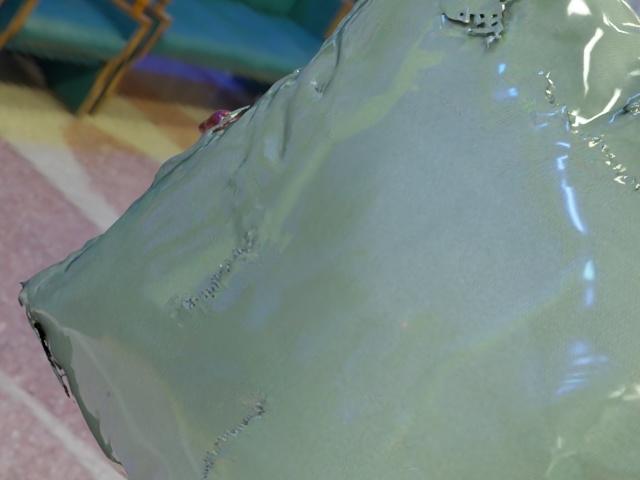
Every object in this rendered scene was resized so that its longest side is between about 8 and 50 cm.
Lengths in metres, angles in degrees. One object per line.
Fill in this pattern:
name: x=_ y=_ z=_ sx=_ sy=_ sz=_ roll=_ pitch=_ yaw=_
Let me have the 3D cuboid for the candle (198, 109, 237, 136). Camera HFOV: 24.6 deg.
candle: x=0.000 y=0.000 z=1.364 sx=0.329 sy=0.051 sz=0.048 roll=46 pitch=21 yaw=-26

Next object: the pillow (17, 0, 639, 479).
pillow: x=0.041 y=0.040 z=0.552 sx=0.119 sy=0.310 sz=0.312 roll=35 pitch=18 yaw=-54
